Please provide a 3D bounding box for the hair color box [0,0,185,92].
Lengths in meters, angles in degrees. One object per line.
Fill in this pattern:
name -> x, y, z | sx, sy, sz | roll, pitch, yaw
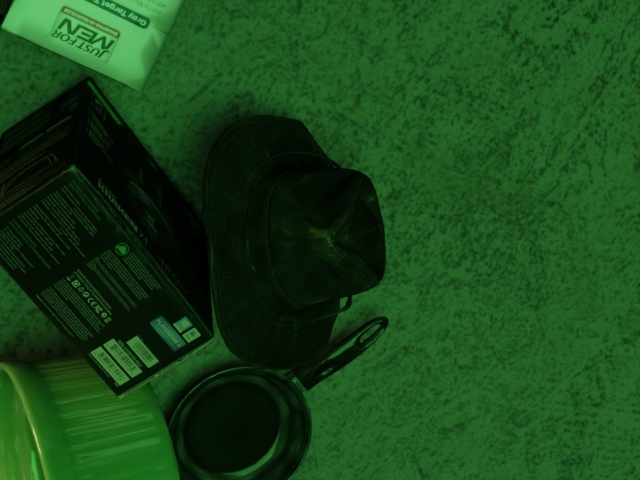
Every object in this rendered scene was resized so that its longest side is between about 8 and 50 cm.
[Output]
hair color box -> -0.206, -0.358, 1.418 | 0.174, 0.105, 0.347 | 24, 97, -25

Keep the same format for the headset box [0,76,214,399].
headset box -> -0.239, -0.014, 1.429 | 0.131, 0.283, 0.246 | -32, 115, 9

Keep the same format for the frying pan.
frying pan -> -0.075, 0.196, 1.676 | 0.197, 0.053, 0.326 | 29, 93, -26

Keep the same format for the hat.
hat -> 0.000, 0.000, 1.500 | 0.331, 0.134, 0.331 | 8, 81, -61

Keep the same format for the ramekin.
ramekin -> -0.270, 0.273, 1.498 | 0.148, 0.303, 0.303 | -11, 110, -24
